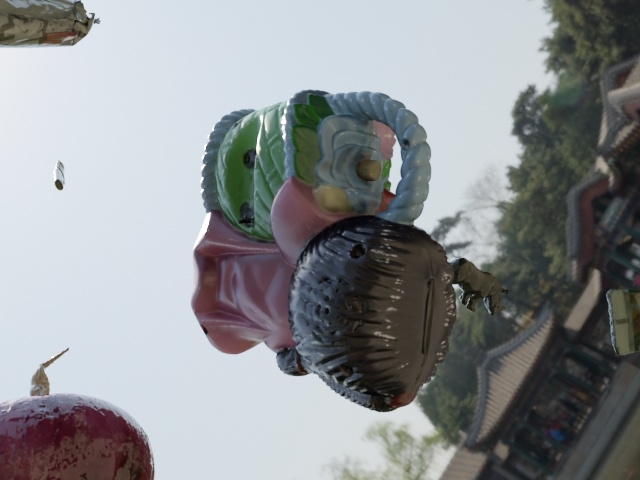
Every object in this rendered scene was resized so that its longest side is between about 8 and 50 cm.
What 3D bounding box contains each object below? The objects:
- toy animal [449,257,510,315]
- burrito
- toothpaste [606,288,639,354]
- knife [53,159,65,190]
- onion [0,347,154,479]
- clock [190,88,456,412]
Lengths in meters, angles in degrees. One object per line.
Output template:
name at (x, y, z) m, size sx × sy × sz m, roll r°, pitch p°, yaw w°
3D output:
toy animal at (0.235, 0.074, 1.067) m, size 0.065 × 0.135 × 0.047 m, roll -54°, pitch 23°, yaw 10°
burrito at (-0.559, -0.394, 1.251) m, size 0.445 × 0.139 × 0.101 m, roll -16°, pitch -40°, yaw -51°
toothpaste at (0.311, 0.051, 0.532) m, size 0.031 × 0.204 × 0.049 m, roll 157°, pitch 107°, yaw -82°
knife at (-0.601, -0.149, 1.639) m, size 0.017 × 0.298 × 0.047 m, roll -31°, pitch -65°, yaw -10°
onion at (-0.464, 0.370, 1.134) m, size 0.358 × 0.345 × 0.358 m, roll -40°, pitch -18°, yaw -15°
clock at (0.000, 0.000, 0.461) m, size 0.100 × 0.195 × 0.194 m, roll 0°, pitch -83°, yaw -40°
